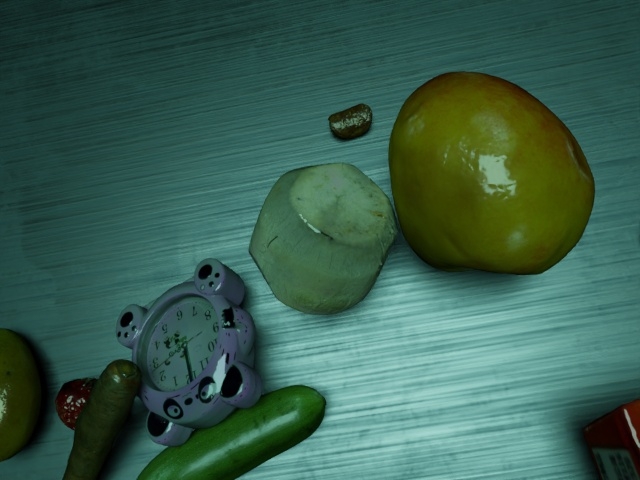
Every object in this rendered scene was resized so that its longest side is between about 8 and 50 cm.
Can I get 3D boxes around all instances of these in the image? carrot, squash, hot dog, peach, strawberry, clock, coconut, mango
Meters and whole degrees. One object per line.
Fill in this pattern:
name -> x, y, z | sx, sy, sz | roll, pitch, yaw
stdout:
carrot -> -0.357, 0.324, 0.814 | 0.070, 0.070, 0.342 | 32, 108, 14
squash -> -0.161, 0.335, 0.822 | 0.378, 0.101, 0.101 | -31, 74, 0
hot dog -> 0.056, -0.222, 0.976 | 0.083, 0.035, 0.058 | -19, 74, 1
peach -> 0.239, -0.102, 0.784 | 0.288, 0.289, 0.308 | -3, 93, 6
strawberry -> -0.383, 0.273, 0.866 | 0.106, 0.106, 0.106 | -2, 75, 6
clock -> -0.205, 0.176, 0.836 | 0.227, 0.090, 0.248 | -31, 55, 10
coconut -> 0.002, 0.001, 0.837 | 0.227, 0.230, 0.227 | 9, 56, -14
mango -> -0.544, 0.256, 0.893 | 0.136, 0.099, 0.228 | -18, 65, 9

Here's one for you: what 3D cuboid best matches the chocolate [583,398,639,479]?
chocolate -> 0.556, 0.347, 0.660 | 0.341, 0.161, 0.360 | -11, 68, -9
